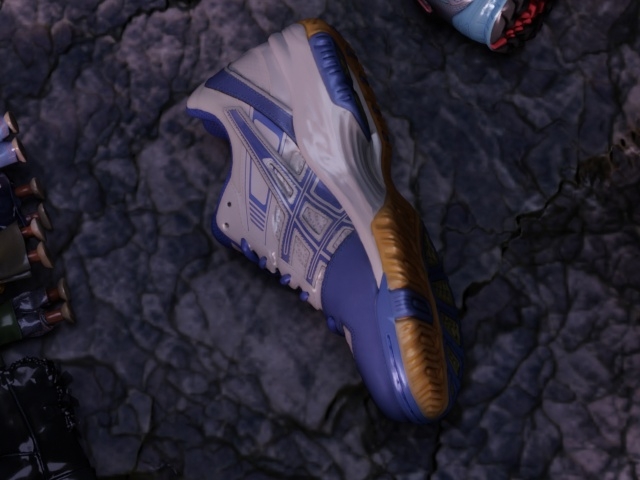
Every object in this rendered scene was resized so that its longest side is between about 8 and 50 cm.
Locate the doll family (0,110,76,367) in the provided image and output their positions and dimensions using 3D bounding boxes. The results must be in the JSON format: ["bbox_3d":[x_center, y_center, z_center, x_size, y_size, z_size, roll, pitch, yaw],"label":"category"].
[{"bbox_3d":[-0.246,-0.004,1.111,0.111,0.076,0.193,-19,61,1],"label":"doll family"}]

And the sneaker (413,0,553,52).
[{"bbox_3d":[0.149,-0.269,1.174,0.125,0.104,0.262,28,71,18],"label":"sneaker"}]

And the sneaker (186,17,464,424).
[{"bbox_3d":[0.000,0.000,1.084,0.131,0.112,0.296,-25,64,13],"label":"sneaker"}]

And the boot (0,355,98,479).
[{"bbox_3d":[-0.210,0.136,1.059,0.121,0.045,0.099,-20,69,-12],"label":"boot"}]
